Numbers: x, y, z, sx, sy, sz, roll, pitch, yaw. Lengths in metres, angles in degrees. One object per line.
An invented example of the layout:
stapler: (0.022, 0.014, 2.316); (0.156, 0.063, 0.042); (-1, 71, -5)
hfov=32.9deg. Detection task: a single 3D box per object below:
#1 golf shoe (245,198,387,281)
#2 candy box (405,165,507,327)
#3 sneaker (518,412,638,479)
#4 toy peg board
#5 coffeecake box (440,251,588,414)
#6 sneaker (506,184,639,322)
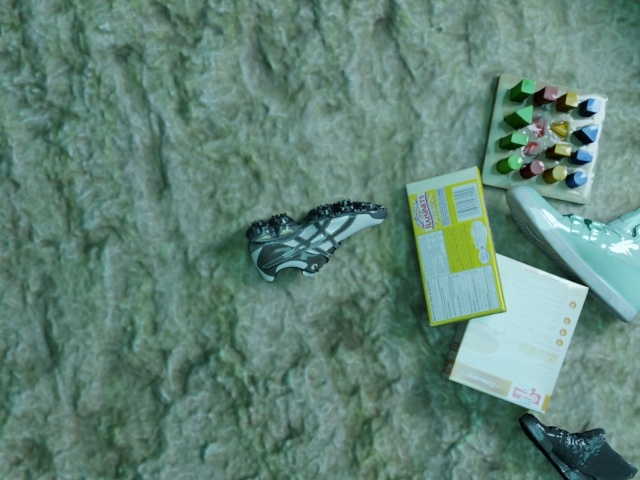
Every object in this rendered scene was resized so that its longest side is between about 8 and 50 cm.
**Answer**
golf shoe: (0.000, 0.000, 1.492); (0.198, 0.077, 0.094); (-13, 100, 2)
candy box: (0.184, 0.009, 1.481); (0.105, 0.027, 0.206); (-14, 73, 21)
sneaker: (0.360, 0.286, 1.515); (0.089, 0.051, 0.170); (-41, 96, -5)
toy peg board: (0.321, -0.145, 1.514); (0.160, 0.079, 0.161); (11, 87, -4)
coffeecake box: (0.267, 0.128, 1.503); (0.142, 0.068, 0.186); (21, 86, -3)
sneaker: (0.383, -0.023, 1.506); (0.256, 0.094, 0.151); (42, 89, -10)
